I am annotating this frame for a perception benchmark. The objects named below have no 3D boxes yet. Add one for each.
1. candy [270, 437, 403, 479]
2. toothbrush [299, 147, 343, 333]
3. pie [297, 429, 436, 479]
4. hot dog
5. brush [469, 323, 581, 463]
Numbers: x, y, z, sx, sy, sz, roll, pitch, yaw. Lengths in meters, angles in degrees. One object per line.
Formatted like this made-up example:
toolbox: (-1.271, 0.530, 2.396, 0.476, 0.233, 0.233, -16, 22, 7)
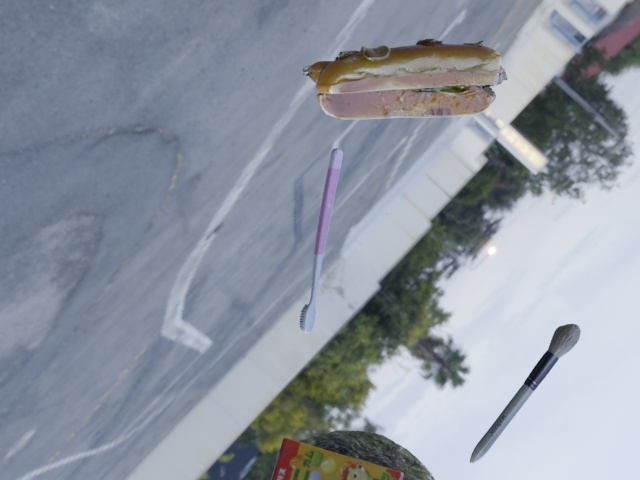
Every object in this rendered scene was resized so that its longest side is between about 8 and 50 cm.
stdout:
candy: (0.013, 0.237, 0.780, 0.038, 0.122, 0.062, 96, 10, -66)
toothbrush: (0.000, 0.000, 1.250, 0.025, 0.020, 0.286, 10, -91, 62)
pie: (0.083, 0.441, 1.589, 0.323, 0.323, 0.071, -24, 126, -81)
hot dog: (0.112, -0.207, 1.049, 0.109, 0.269, 0.072, 99, -11, -57)
brush: (0.348, 0.261, 1.394, 0.299, 0.039, 0.042, -52, -157, -2)
